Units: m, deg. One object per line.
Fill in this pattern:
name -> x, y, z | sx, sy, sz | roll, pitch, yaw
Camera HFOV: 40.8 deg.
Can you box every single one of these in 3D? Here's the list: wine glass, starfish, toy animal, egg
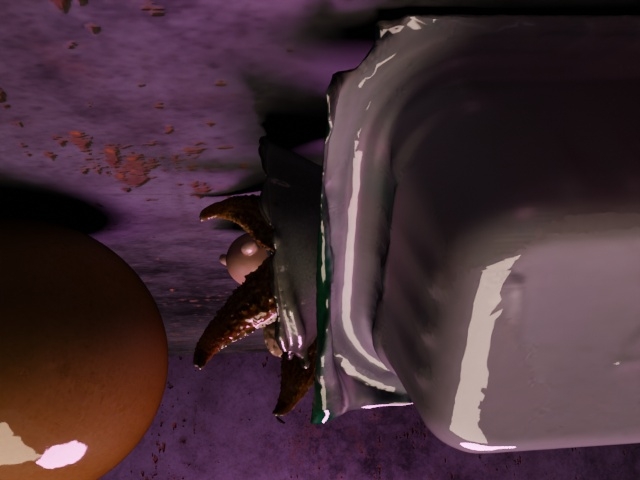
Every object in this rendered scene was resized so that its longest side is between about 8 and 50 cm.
wine glass -> 0.081, -0.008, 0.572 | 0.232, 0.156, 0.156 | -6, 169, 1
starfish -> -0.007, 0.022, 0.676 | 0.240, 0.227, 0.043 | 26, 155, 29
toy animal -> -0.058, 0.019, 0.868 | 0.082, 0.091, 0.114 | 26, 153, -2
egg -> -0.270, 0.102, 0.758 | 0.250, 0.250, 0.322 | -5, 161, 10

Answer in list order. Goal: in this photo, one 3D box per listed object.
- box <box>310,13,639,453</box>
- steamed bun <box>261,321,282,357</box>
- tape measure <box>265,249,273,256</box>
box -> 0.168, 0.023, 0.456 | 0.336, 0.106, 0.264 | -2, 127, -6
steamed bun -> -0.024, 0.139, 1.396 | 0.192, 0.106, 0.177 | -1, 168, 0
tape measure -> 0.001, 0.000, 0.762 | 0.091, 0.054, 0.094 | -30, -166, -35
